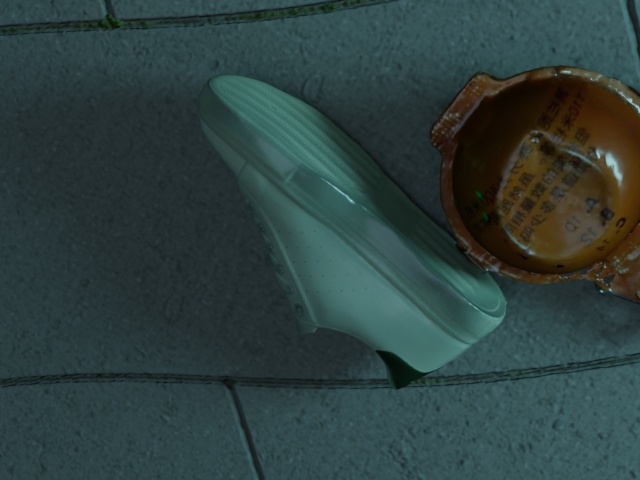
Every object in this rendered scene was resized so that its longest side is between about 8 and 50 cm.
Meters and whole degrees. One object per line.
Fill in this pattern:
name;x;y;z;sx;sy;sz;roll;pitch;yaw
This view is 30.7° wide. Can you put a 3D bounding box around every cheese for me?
cheese;0.249;-0.030;1.070;0.329;0.129;0.217;34;108;-9

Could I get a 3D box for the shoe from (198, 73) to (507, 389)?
shoe;0.000;0.000;1.146;0.363;0.132;0.160;41;116;-3
